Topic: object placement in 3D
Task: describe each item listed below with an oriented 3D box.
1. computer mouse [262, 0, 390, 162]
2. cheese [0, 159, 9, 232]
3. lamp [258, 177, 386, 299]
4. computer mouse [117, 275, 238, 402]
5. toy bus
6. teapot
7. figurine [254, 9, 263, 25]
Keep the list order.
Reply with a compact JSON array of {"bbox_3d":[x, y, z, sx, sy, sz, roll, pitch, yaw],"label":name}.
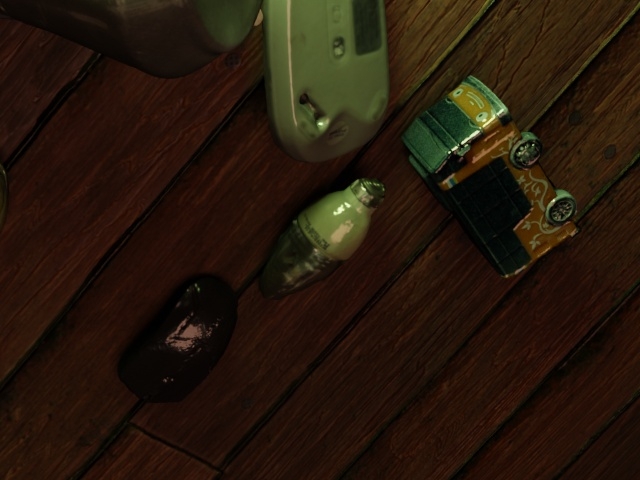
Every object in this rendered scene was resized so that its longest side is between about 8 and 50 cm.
[{"bbox_3d":[0.002,-0.261,1.495,0.197,0.095,0.331,-20,120,-35],"label":"computer mouse"},{"bbox_3d":[-0.490,-0.038,1.435,0.202,0.091,0.175,-25,124,-8],"label":"cheese"},{"bbox_3d":[0.000,0.000,1.645,0.101,0.101,0.250,29,117,-32],"label":"lamp"},{"bbox_3d":[-0.202,0.154,1.665,0.122,0.073,0.217,32,104,-33],"label":"computer mouse"},{"bbox_3d":[0.251,-0.090,1.666,0.167,0.138,0.275,-36,127,3],"label":"toy bus"},{"bbox_3d":[-0.252,-0.369,1.193,0.362,0.305,0.376,7,85,15],"label":"teapot"},{"bbox_3d":[-0.160,-0.339,1.389,0.111,0.102,0.195,-36,128,-3],"label":"figurine"}]
